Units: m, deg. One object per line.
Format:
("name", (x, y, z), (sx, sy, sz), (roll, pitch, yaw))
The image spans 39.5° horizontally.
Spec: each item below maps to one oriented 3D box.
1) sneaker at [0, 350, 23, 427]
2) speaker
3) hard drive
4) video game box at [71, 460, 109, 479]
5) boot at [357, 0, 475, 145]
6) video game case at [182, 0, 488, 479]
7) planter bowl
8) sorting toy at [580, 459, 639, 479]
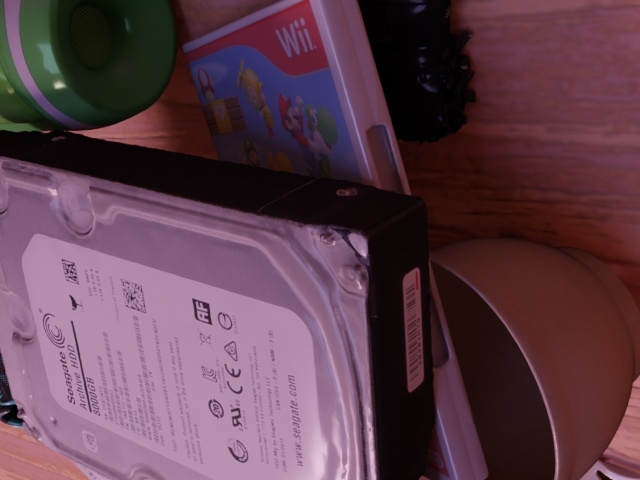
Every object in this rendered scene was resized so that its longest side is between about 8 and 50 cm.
("sneaker", (-0.316, 0.158, 0.935), (0.166, 0.076, 0.065), (12, 128, 31))
("speaker", (-0.248, -0.144, 0.661), (0.296, 0.131, 0.131), (5, 126, 36))
("hard drive", (-0.088, 0.064, 0.552), (0.339, 0.064, 0.237), (14, 120, 36))
("video game box", (-0.262, 0.197, 1.016), (0.205, 0.048, 0.187), (46, 141, -2))
("boot", (0.032, -0.112, 0.524), (0.121, 0.045, 0.099), (12, 133, 30))
("video game case", (0.000, 0.000, 0.556), (0.204, 0.025, 0.285), (6, 115, 62))
("planter bowl", (0.120, 0.065, 0.528), (0.162, 0.109, 0.162), (45, 148, 40))
("sorting toy", (0.215, 0.196, 0.641), (0.083, 0.045, 0.075), (11, 111, 32))
